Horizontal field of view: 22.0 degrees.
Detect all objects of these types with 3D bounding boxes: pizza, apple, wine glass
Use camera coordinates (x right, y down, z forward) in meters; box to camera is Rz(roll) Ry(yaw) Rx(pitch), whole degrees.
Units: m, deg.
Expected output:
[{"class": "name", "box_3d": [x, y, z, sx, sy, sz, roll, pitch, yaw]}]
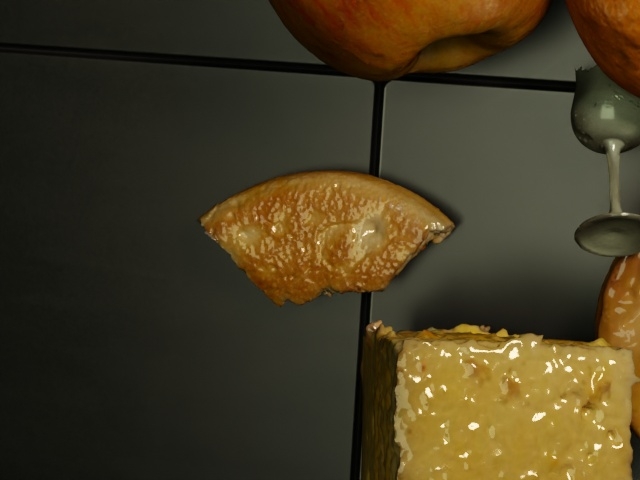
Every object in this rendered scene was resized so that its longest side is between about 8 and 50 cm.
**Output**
[{"class": "pizza", "box_3d": [0.003, -0.006, 1.682, 0.271, 0.056, 0.134, -10, 91, 18]}, {"class": "apple", "box_3d": [0.092, -0.275, 1.499, 0.301, 0.301, 0.301, 2, 97, 18]}, {"class": "wine glass", "box_3d": [0.271, -0.087, 1.525, 0.079, 0.079, 0.195, -9, 58, 19]}]

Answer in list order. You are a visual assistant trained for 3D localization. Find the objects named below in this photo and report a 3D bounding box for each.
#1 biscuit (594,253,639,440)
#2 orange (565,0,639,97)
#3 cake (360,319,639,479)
[{"class": "biscuit", "box_3d": [0.405, 0.086, 1.536, 0.296, 0.102, 0.296, 3, 102, 16]}, {"class": "orange", "box_3d": [0.343, -0.239, 1.442, 0.261, 0.261, 0.261, 2, 97, 18]}, {"class": "cake", "box_3d": [0.145, 0.193, 1.546, 0.222, 0.286, 0.227, 3, 89, -9]}]
